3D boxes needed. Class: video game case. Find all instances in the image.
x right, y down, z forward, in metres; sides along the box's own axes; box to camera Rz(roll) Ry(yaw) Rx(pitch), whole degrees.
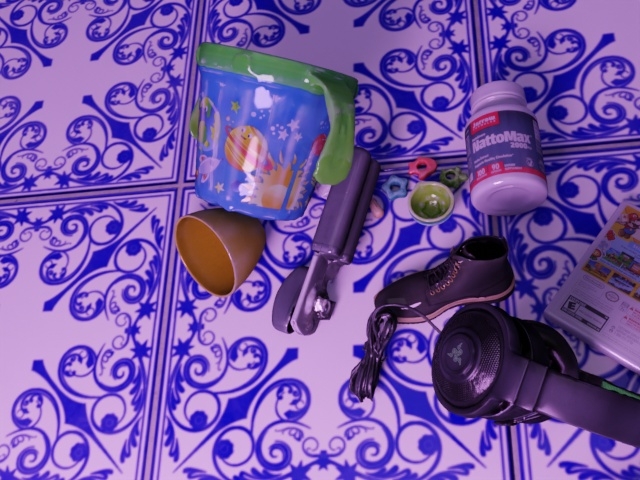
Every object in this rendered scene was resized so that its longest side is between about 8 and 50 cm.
[{"bbox_3d":[0.449,0.079,1.022,0.227,0.026,0.206,33,76,26],"label":"video game case"}]

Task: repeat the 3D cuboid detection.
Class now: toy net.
[{"bbox_3d":[0.099,-0.092,1.177,0.232,0.045,0.122,15,69,20],"label":"toy net"}]

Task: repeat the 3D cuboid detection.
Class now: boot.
[{"bbox_3d":[0.161,0.045,1.043,0.198,0.137,0.076,-17,62,5],"label":"boot"}]

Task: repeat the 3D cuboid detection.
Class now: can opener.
[{"bbox_3d":[0.000,0.000,1.118,0.095,0.076,0.283,12,78,30],"label":"can opener"}]

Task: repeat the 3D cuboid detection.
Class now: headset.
[{"bbox_3d":[0.213,0.177,0.931,0.394,0.243,0.185,20,90,37],"label":"headset"}]

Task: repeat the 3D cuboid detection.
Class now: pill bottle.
[{"bbox_3d":[0.265,-0.137,1.125,0.108,0.108,0.180,-6,63,10],"label":"pill bottle"}]

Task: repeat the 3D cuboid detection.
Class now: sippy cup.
[{"bbox_3d":[-0.082,-0.152,1.129,0.240,0.305,0.224,12,99,-6],"label":"sippy cup"}]

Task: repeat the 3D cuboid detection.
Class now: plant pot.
[{"bbox_3d":[-0.137,0.004,1.150,0.134,0.134,0.095,36,49,26],"label":"plant pot"}]
